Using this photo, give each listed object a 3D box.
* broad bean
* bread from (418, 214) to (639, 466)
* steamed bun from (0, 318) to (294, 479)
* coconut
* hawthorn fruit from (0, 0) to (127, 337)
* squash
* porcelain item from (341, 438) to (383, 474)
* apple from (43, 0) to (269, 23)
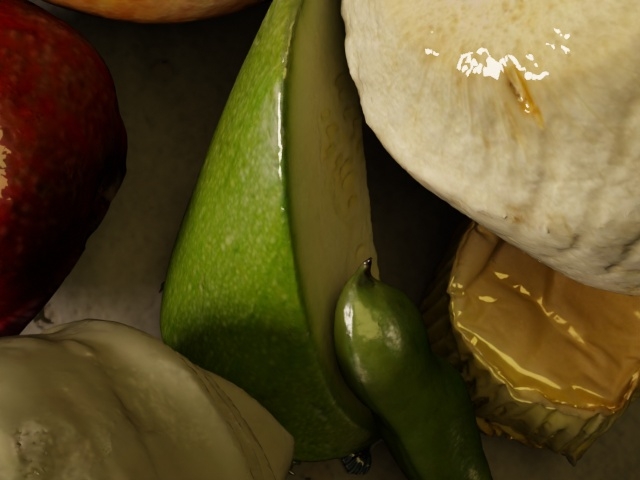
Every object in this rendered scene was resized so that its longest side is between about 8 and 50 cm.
[{"bbox_3d":[0.070,0.139,0.801,0.098,0.056,0.318,-49,133,-44],"label":"broad bean"},{"bbox_3d":[0.175,0.025,0.883,0.179,0.133,0.250,33,68,-3],"label":"bread"},{"bbox_3d":[-0.103,0.194,0.692,0.219,0.310,0.324,-27,90,-23],"label":"steamed bun"},{"bbox_3d":[0.167,-0.118,0.729,0.328,0.329,0.329,3,79,-14],"label":"coconut"},{"bbox_3d":[-0.244,-0.060,0.766,0.249,0.215,0.215,16,76,-6],"label":"hawthorn fruit"},{"bbox_3d":[0.000,0.000,0.752,0.203,0.289,0.111,37,40,7],"label":"squash"},{"bbox_3d":[0.039,0.131,0.888,0.136,0.021,0.075,34,78,-6],"label":"porcelain item"},{"bbox_3d":[-0.099,-0.332,0.754,0.400,0.333,0.400,15,52,-20],"label":"apple"}]
